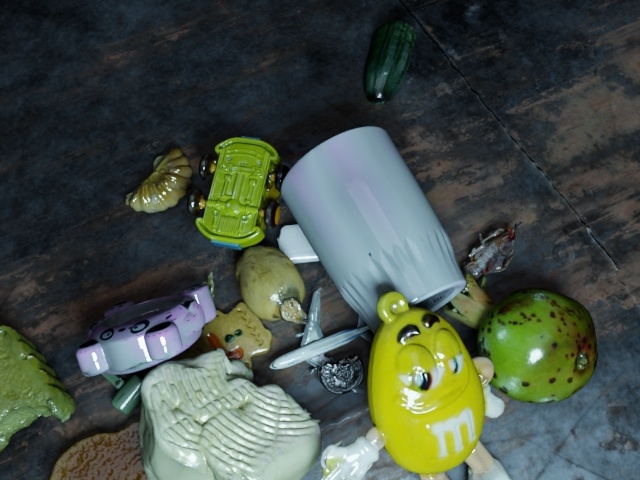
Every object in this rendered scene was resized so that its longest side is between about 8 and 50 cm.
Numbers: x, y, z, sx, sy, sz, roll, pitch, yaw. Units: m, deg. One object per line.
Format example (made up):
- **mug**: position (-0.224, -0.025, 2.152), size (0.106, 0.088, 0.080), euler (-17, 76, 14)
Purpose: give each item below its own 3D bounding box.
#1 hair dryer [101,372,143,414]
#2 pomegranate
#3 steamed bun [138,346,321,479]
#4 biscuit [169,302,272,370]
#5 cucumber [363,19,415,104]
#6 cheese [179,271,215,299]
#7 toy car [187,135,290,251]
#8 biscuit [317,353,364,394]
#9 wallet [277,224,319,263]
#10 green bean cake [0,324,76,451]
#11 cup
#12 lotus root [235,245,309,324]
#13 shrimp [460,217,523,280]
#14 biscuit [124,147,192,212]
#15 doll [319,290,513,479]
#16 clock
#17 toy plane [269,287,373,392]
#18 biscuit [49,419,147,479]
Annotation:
- **hair dryer**: position (-0.414, 0.277, 1.218), size (0.150, 0.047, 0.071), euler (33, 70, 22)
- **pomegranate**: position (0.396, 0.173, 1.171), size (0.231, 0.231, 0.286), euler (-18, 37, -7)
- **steamed bun**: position (-0.176, 0.354, 1.076), size (0.320, 0.206, 0.275), euler (33, 38, 13)
- **biscuit**: position (-0.212, 0.223, 1.241), size (0.225, 0.036, 0.166), euler (-29, 68, -12)
- **cucumber**: position (0.171, -0.453, 1.543), size (0.115, 0.063, 0.243), euler (10, 67, 7)
- **cheese**: position (-0.248, 0.111, 1.291), size (0.084, 0.041, 0.060), euler (-39, 61, 6)
- **toy car**: position (-0.169, -0.093, 1.333), size (0.200, 0.142, 0.247), euler (13, 75, 10)
- **biscuit**: position (0.041, 0.257, 1.189), size (0.087, 0.027, 0.089), euler (31, 90, -7)
- **wallet**: position (0.000, 0.000, 1.344), size (0.190, 0.033, 0.095), euler (-6, 63, -2)
- **green bean cake**: position (-0.614, 0.318, 1.156), size (0.236, 0.124, 0.233), euler (-38, 68, -16)
- **cup**: position (0.106, -0.022, 1.199), size (0.253, 0.253, 0.371), euler (-26, 69, -11)
- **lotus root**: position (-0.098, 0.095, 1.248), size (0.125, 0.118, 0.221), euler (-43, 51, 10)
- **shrimp**: position (0.372, 0.020, 1.307), size (0.190, 0.073, 0.075), euler (-48, 115, -9)
- **biscuit**: position (-0.363, -0.137, 1.404), size (0.118, 0.061, 0.183), euler (31, 68, 13)
- **doll**: position (0.181, 0.329, 1.043), size (0.423, 0.161, 0.348), euler (38, 77, -23)
- **clock**: position (-0.326, 0.169, 1.150), size (0.228, 0.248, 0.090), euler (-14, 101, 7)
- **toy plane**: position (0.005, 0.212, 1.227), size (0.226, 0.058, 0.226), euler (-22, 77, -4)
- **biscuit**: position (-0.362, 0.476, 1.115), size (0.257, 0.049, 0.273), euler (-26, 68, -14)
